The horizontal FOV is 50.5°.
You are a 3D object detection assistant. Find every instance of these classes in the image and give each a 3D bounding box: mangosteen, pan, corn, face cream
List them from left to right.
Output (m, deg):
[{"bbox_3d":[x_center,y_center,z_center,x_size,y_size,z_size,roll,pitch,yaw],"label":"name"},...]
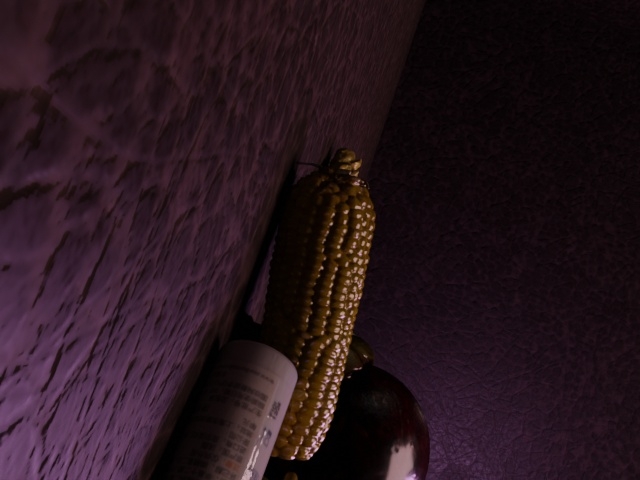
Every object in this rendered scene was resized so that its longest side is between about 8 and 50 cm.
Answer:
[{"bbox_3d":[-0.096,0.211,0.555,0.082,0.082,0.269,103,7,-52],"label":"face cream"},{"bbox_3d":[-0.089,0.164,0.780,0.235,0.028,0.136,95,12,-73],"label":"pan"},{"bbox_3d":[-0.011,0.071,0.713,0.106,0.106,0.305,89,12,-77],"label":"corn"},{"bbox_3d":[0.023,0.288,1.024,0.300,0.300,0.300,18,90,-86],"label":"mangosteen"}]

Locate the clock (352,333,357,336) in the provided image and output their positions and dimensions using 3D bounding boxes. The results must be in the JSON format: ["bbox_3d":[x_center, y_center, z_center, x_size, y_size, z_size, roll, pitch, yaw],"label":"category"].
[{"bbox_3d":[-0.028,0.236,1.274,0.170,0.069,0.232,-58,-165,-20],"label":"clock"}]

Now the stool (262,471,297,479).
[{"bbox_3d":[-0.090,0.271,0.680,0.134,0.111,0.135,-65,171,-68],"label":"stool"}]

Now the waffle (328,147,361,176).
[{"bbox_3d":[-0.002,-0.001,1.043,0.261,0.056,0.250,-70,177,-50],"label":"waffle"}]
